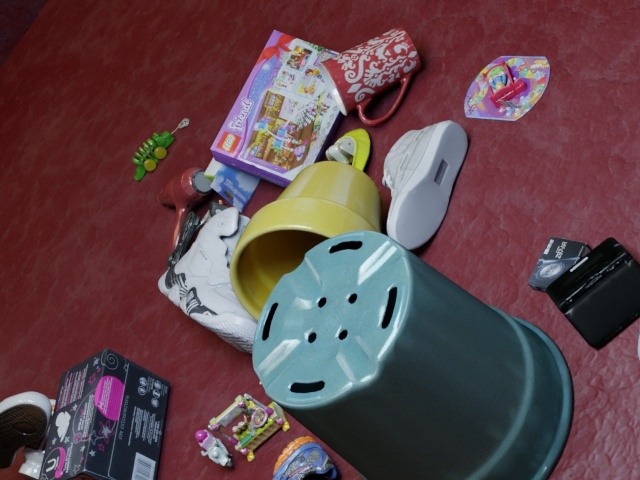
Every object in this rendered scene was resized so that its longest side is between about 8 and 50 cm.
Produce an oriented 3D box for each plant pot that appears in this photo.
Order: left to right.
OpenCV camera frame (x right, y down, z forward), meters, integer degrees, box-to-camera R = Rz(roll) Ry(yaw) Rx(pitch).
[{"bbox_3d":[0.000,0.000,1.771,0.254,0.254,0.239,-23,31,31],"label":"plant pot"},{"bbox_3d":[0.109,0.174,1.426,0.341,0.334,0.341,-26,44,27],"label":"plant pot"}]

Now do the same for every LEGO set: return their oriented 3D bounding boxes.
[{"bbox_3d":[-0.105,0.244,1.767,0.287,0.107,0.132,-56,38,-6],"label":"LEGO set"}]

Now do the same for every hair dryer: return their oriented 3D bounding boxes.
[{"bbox_3d":[-0.297,-0.052,2.222,0.223,0.080,0.293,-52,28,13],"label":"hair dryer"}]

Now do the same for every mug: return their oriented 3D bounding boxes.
[{"bbox_3d":[0.103,-0.310,2.019,0.169,0.150,0.113,-29,23,-3],"label":"mug"}]

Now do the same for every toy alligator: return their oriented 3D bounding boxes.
[{"bbox_3d":[-0.384,-0.224,2.484,0.190,0.051,0.056,-50,38,1],"label":"toy alligator"}]

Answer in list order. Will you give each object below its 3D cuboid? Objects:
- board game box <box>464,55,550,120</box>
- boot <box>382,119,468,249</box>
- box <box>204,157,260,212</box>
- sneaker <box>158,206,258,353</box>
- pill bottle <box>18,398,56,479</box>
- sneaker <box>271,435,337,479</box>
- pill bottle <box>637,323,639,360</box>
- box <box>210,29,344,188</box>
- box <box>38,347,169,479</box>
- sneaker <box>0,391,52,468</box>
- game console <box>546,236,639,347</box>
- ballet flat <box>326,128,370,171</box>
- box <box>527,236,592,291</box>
[{"bbox_3d":[0.313,-0.273,1.836,0.168,0.033,0.133,14,70,49],"label":"board game box"},{"bbox_3d":[0.153,-0.089,1.812,0.123,0.095,0.258,-6,47,50],"label":"boot"},{"bbox_3d":[-0.160,-0.160,2.158,0.042,0.109,0.178,13,69,45],"label":"box"},{"bbox_3d":[-0.160,0.061,1.937,0.210,0.137,0.366,-56,30,-4],"label":"sneaker"},{"bbox_3d":[-0.529,0.396,2.087,0.086,0.086,0.152,-2,58,45],"label":"pill bottle"},{"bbox_3d":[-0.054,0.404,1.609,0.087,0.083,0.221,23,79,46],"label":"sneaker"},{"bbox_3d":[0.465,0.084,1.293,0.146,0.146,0.264,-11,52,40],"label":"pill bottle"},{"bbox_3d":[-0.061,-0.255,2.095,0.201,0.057,0.293,22,72,12],"label":"box"},{"bbox_3d":[-0.387,0.351,1.918,0.142,0.163,0.247,-27,43,33],"label":"box"},{"bbox_3d":[-0.579,0.326,2.017,0.290,0.106,0.123,-41,30,45],"label":"sneaker"},{"bbox_3d":[0.390,0.070,1.473,0.122,0.071,0.107,-40,17,9],"label":"game console"},{"bbox_3d":[0.040,-0.130,1.958,0.077,0.077,0.231,-16,49,37],"label":"ballet flat"},{"bbox_3d":[0.349,0.038,1.554,0.067,0.018,0.083,15,71,49],"label":"box"}]
